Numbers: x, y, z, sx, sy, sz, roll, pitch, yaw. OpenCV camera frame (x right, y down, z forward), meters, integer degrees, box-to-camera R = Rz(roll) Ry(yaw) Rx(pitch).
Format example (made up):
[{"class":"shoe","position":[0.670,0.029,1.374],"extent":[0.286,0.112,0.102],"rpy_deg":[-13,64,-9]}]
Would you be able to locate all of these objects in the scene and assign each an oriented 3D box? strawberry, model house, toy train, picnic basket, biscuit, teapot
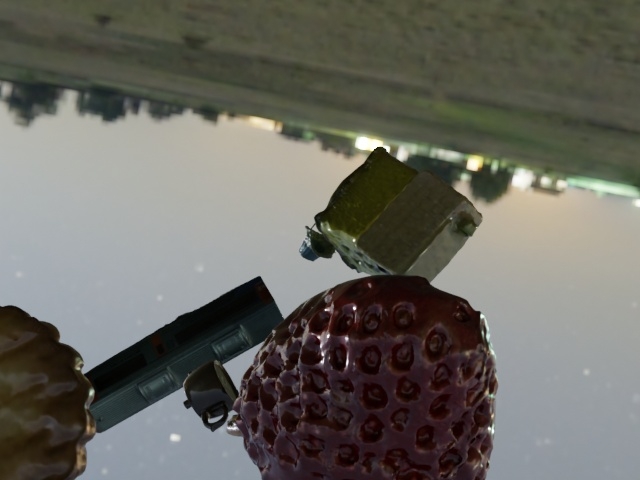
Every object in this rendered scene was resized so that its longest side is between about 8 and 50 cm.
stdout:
[{"class":"strawberry","position":[0.073,0.181,1.461],"extent":[0.317,0.295,0.345],"rpy_deg":[40,151,11]},{"class":"model house","position":[0.140,-0.023,2.135],"extent":[0.175,0.193,0.234],"rpy_deg":[48,169,-33]},{"class":"toy train","position":[-0.249,0.199,2.058],"extent":[0.409,0.086,0.089],"rpy_deg":[-30,-135,-6]},{"class":"picnic basket","position":[0.000,0.000,2.252],"extent":[0.065,0.083,0.083],"rpy_deg":[28,-157,-26]},{"class":"biscuit","position":[-0.457,0.251,1.733],"extent":[0.325,0.326,0.107],"rpy_deg":[12,167,13]},{"class":"teapot","position":[-0.155,0.216,1.739],"extent":[0.076,0.068,0.121],"rpy_deg":[55,-172,-42]}]

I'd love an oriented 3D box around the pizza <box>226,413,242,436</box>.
[{"class":"pizza","position":[-0.055,0.274,2.136],"extent":[0.185,0.052,0.195],"rpy_deg":[-14,-163,41]}]
